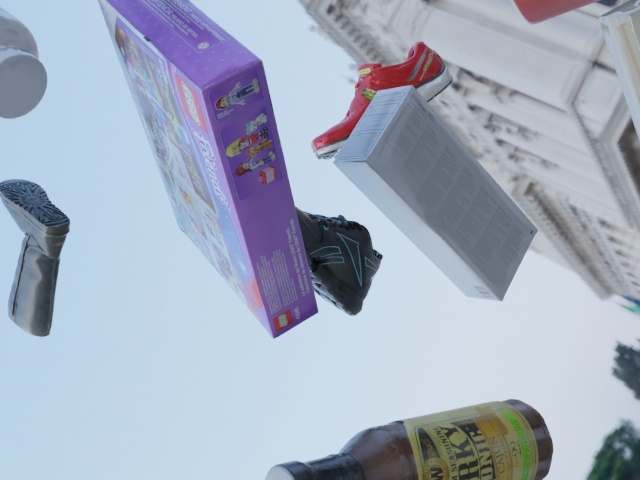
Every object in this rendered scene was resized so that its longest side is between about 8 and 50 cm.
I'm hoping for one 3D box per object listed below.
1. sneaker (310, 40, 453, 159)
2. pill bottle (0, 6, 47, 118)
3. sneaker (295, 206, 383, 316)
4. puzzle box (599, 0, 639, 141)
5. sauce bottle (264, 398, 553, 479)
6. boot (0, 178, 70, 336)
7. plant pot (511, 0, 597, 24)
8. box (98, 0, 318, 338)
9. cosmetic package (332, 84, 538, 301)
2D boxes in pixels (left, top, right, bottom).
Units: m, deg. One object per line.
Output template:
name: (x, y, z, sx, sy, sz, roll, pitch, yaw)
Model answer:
sneaker: (0.087, -0.236, 1.487, 0.279, 0.118, 0.107, -36, 1, -11)
pill bottle: (-0.484, -0.265, 1.196, 0.146, 0.264, 0.146, -38, -32, -28)
sneaker: (0.000, 0.000, 1.191, 0.106, 0.101, 0.267, -51, -40, -8)
puzzle box: (0.454, -0.088, 0.850, 0.272, 0.052, 0.409, -28, -72, -8)
sauce bottle: (0.101, 0.246, 0.944, 0.344, 0.111, 0.111, -5, -58, -36)
boot: (-0.479, 0.026, 1.441, 0.076, 0.189, 0.208, -12, -50, -39)
plant pot: (0.350, -0.438, 1.201, 0.243, 0.275, 0.275, -28, -19, 22)
box: (-0.097, -0.072, 0.795, 0.057, 0.201, 0.293, -30, -42, -17)
cosmetic package: (0.125, -0.044, 0.919, 0.239, 0.060, 0.099, 43, -111, -29)
